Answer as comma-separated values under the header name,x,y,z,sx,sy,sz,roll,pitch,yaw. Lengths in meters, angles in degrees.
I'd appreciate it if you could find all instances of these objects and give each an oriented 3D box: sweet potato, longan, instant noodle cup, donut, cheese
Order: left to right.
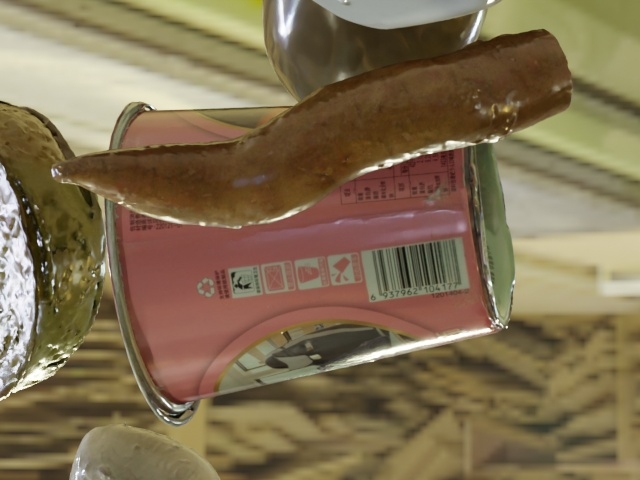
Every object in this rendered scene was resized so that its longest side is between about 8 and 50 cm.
name,x,y,z,sx,sy,sz,roll,pitch,yaw
donut,-0.273,0.001,1.637,0.107,0.272,0.272,-11,-178,-40
cheese,-0.207,0.324,2.380,0.189,0.198,0.154,19,-145,21
instant noodle cup,0.000,0.000,1.389,0.255,0.244,0.244,-8,172,12
sweet potato,0.001,-0.050,1.030,0.281,0.059,0.067,-19,164,-12
longan,0.048,-0.228,1.806,0.215,0.246,0.246,39,-174,17

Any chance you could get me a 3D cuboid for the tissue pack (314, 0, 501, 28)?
name,x,y,z,sx,sy,sz,roll,pitch,yaw
tissue pack,0.011,-0.305,1.164,0.333,0.236,0.229,36,159,-26
